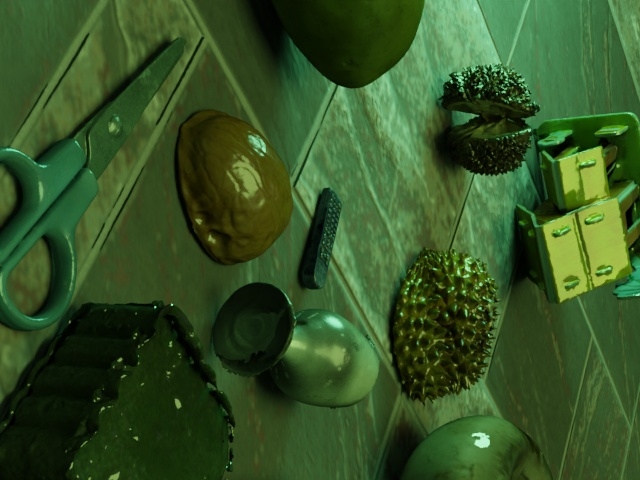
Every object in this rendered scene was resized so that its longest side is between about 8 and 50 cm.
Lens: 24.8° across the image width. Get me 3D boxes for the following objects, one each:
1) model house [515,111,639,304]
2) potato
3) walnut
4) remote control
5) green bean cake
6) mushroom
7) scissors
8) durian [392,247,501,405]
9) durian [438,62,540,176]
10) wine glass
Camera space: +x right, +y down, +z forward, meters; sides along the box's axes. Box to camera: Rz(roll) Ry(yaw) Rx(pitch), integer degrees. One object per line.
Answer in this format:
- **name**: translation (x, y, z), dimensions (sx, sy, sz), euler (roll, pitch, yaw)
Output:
- **model house**: translation (0.513, -0.044, 2.619), dimensions (0.323, 0.340, 0.300), euler (-36, 117, -53)
- **potato**: translation (0.031, -0.352, 1.884), dimensions (0.216, 0.215, 0.304), euler (-61, 148, -45)
- **walnut**: translation (-0.089, -0.063, 1.754), dimensions (0.211, 0.087, 0.167), euler (59, 43, -42)
- **remote control**: translation (0.001, 0.000, 1.982), dimensions (0.043, 0.027, 0.152), euler (49, 44, -41)
- **green bean cake**: translation (-0.197, 0.214, 1.482), dimensions (0.255, 0.132, 0.241), euler (65, 35, -39)
- **mushroom**: translation (0.264, 0.439, 2.145), dimensions (0.362, 0.294, 0.362), euler (11, 78, -63)
- **scissors**: translation (-0.239, -0.097, 1.535), dimensions (0.447, 0.029, 0.193), euler (-59, 138, -45)
- **durian**: translation (0.199, 0.133, 2.235), dimensions (0.183, 0.138, 0.250), euler (21, 75, -69)
- **durian**: translation (0.274, -0.202, 2.400), dimensions (0.196, 0.167, 0.196), euler (14, 90, -82)
- **wine glass**: translation (-0.025, 0.137, 1.819), dimensions (0.241, 0.126, 0.126), euler (33, 59, -55)
